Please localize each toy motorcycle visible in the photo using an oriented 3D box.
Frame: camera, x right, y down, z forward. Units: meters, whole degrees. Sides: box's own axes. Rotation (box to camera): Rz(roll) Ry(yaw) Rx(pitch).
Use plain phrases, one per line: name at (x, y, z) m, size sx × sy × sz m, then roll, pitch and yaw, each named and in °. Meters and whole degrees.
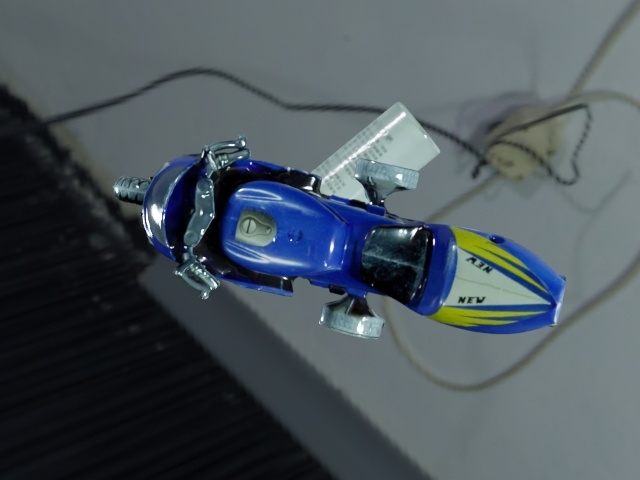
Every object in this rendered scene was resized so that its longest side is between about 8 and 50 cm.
toy motorcycle at (0.000, 0.000, 0.962) m, size 0.315 × 0.169 × 0.113 m, roll 14°, pitch 92°, yaw 17°

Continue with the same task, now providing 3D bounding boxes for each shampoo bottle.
shampoo bottle at (0.006, -0.032, 1.280) m, size 0.195 × 0.056 × 0.056 m, roll -38°, pitch 71°, yaw 5°
